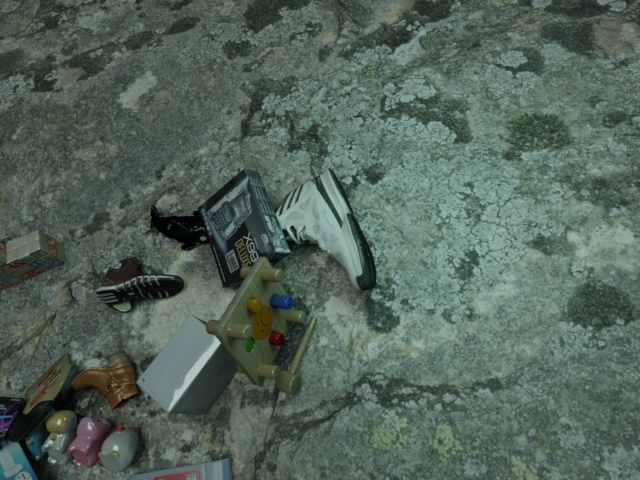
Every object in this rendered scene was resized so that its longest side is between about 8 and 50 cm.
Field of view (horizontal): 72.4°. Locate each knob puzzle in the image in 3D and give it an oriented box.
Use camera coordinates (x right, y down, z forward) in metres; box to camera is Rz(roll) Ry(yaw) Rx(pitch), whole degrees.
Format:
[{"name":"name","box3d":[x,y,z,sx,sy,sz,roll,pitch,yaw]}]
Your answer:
[{"name":"knob puzzle","box3d":[-0.850,0.468,1.372,0.213,0.030,0.213,-26,35,20]}]

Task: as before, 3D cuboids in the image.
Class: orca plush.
[{"name":"orca plush","box3d":[-0.493,-0.068,1.525,0.287,0.102,0.151,27,75,21]}]

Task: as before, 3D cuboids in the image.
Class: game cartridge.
[{"name":"game cartridge","box3d":[-0.380,0.721,1.187,0.293,0.060,0.196,-13,69,6]}]

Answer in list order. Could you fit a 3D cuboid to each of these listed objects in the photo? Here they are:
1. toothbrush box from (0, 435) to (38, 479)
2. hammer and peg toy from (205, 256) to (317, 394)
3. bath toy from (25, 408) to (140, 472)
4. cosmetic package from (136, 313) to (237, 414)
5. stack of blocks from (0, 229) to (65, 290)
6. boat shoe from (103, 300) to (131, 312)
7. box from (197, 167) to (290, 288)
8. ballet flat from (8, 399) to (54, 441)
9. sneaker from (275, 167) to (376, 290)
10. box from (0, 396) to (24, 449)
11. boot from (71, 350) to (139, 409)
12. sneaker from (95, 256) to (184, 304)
[{"name":"toothbrush box","box3d":[-0.964,0.658,1.225,0.295,0.216,0.126,37,123,27]},{"name":"hammer and peg toy","box3d":[-0.145,0.251,1.212,0.127,0.361,0.266,2,46,28]},{"name":"bath toy","box3d":[-0.683,0.573,1.282,0.347,0.129,0.152,2,111,15]},{"name":"cosmetic package","box3d":[-0.349,0.358,1.241,0.138,0.225,0.224,31,77,23]},{"name":"stack of blocks","box3d":[-1.104,0.072,1.559,0.297,0.171,0.087,-23,64,1]},{"name":"boat shoe","box3d":[-0.691,0.210,1.483,0.132,0.042,0.049,23,48,19]},{"name":"box","box3d":[-0.252,-0.035,1.404,0.242,0.076,0.308,-33,68,27]},{"name":"ballet flat","box3d":[-0.835,0.525,1.262,0.173,0.049,0.057,-40,80,10]},{"name":"sneaker","box3d":[0.000,0.000,1.381,0.257,0.169,0.448,-26,56,10]},{"name":"box","box3d":[-0.967,0.531,1.283,0.115,0.029,0.162,10,29,-15]},{"name":"boot","box3d":[-0.666,0.456,1.354,0.197,0.073,0.152,-32,68,0]},{"name":"sneaker","box3d":[-0.600,0.113,1.475,0.281,0.107,0.163,-6,46,-5]}]
